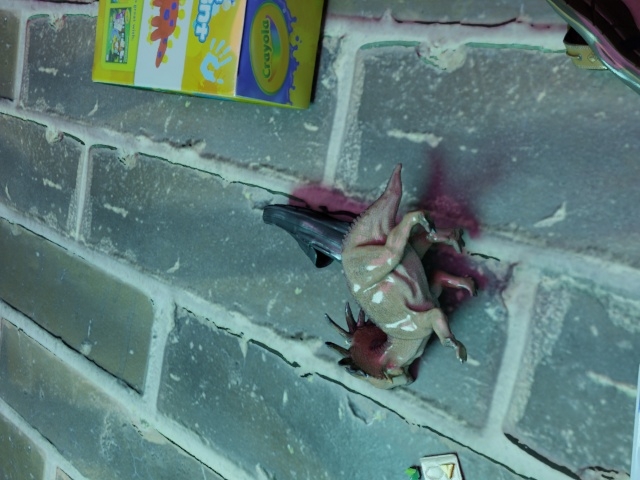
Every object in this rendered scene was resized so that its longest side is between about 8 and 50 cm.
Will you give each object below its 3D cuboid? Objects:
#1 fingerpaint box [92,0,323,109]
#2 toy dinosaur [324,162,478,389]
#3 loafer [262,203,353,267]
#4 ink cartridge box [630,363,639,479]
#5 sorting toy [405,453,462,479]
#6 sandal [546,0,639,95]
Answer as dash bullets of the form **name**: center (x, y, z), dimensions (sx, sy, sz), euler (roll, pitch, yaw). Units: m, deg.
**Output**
- **fingerpaint box**: center (-0.167, -0.445, 1.012), dimensions (0.371, 0.163, 0.445), euler (15, 101, 39)
- **toy dinosaur**: center (0.079, 0.061, 0.825), dimensions (0.200, 0.127, 0.296), euler (-15, 91, 30)
- **loafer**: center (0.000, 0.000, 0.942), dimensions (0.223, 0.076, 0.078), euler (19, 96, 34)
- **ink cartridge box**: center (0.321, 0.179, 0.578), dimensions (0.065, 0.185, 0.311), euler (5, 105, 37)
- **sorting toy**: center (0.150, 0.317, 0.868), dimensions (0.083, 0.012, 0.062), euler (-23, 77, 38)
- **sandal**: center (0.304, -0.201, 0.695), dimensions (0.219, 0.090, 0.060), euler (54, 144, 17)
